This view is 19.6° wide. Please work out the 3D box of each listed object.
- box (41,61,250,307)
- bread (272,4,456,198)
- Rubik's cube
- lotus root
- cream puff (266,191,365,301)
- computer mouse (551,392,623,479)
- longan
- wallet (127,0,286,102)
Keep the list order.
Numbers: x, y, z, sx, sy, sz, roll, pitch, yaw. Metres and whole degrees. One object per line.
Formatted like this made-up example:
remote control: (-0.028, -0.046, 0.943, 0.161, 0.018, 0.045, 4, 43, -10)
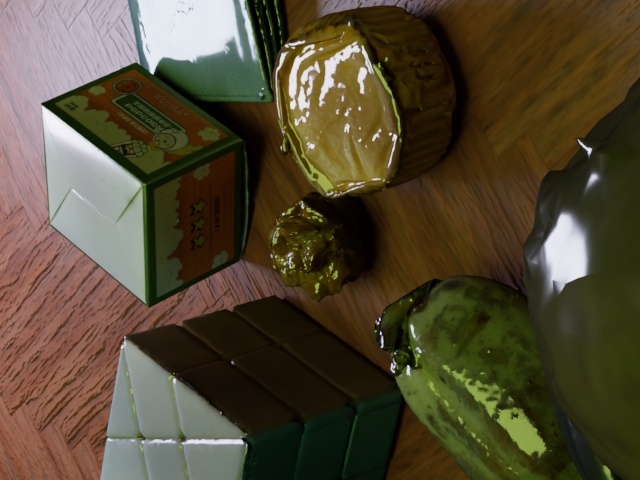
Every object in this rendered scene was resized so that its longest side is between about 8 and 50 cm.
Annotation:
box: (-0.196, -0.066, 2.075, 0.195, 0.148, 0.177, 37, 139, 35)
bread: (0.047, -0.139, 1.833, 0.199, 0.104, 0.199, 23, 122, 43)
Rubik's cube: (-0.079, 0.222, 1.983, 0.221, 0.224, 0.231, 34, 124, 37)
lotus root: (0.181, 0.161, 1.729, 0.309, 0.173, 0.173, 50, 133, 26)
cream puff: (0.000, 0.000, 1.921, 0.094, 0.122, 0.116, -29, 47, 44)
computer mouse: (0.266, 0.121, 1.614, 0.086, 0.137, 0.270, 158, 108, -63)
longan: (0.341, 0.014, 1.323, 0.436, 0.404, 0.404, -6, 97, 51)
wallet: (-0.142, -0.294, 2.039, 0.251, 0.054, 0.290, 9, 114, 52)
